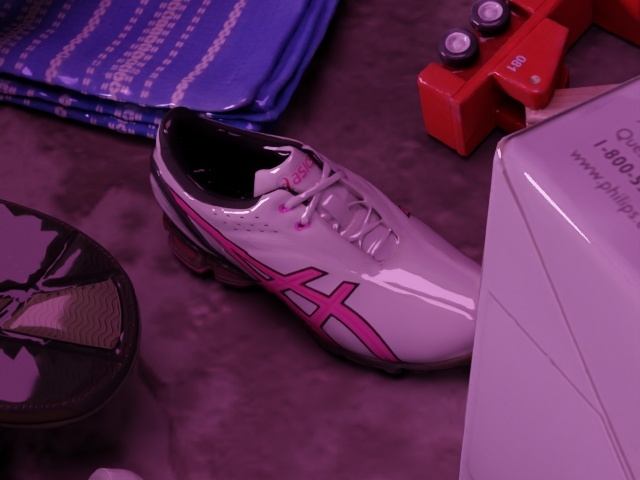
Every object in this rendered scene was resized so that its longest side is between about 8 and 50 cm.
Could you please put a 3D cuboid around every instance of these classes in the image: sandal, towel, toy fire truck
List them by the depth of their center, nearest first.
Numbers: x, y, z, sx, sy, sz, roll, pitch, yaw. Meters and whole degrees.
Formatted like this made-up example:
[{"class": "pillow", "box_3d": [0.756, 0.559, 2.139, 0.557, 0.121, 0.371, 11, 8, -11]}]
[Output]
[{"class": "sandal", "box_3d": [-0.224, 0.011, 0.827, 0.303, 0.086, 0.120, 25, 72, 7]}, {"class": "toy fire truck", "box_3d": [0.122, -0.064, 0.878, 0.135, 0.047, 0.192, 33, 67, 27]}, {"class": "towel", "box_3d": [-0.134, -0.177, 1.003, 0.336, 0.040, 0.243, 14, 60, 19]}]

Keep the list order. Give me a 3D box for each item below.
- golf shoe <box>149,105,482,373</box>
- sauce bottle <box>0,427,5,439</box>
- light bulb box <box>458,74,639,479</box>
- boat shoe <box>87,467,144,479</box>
[{"class": "golf shoe", "box_3d": [0.000, 0.000, 0.836, 0.186, 0.086, 0.067, 23, 62, 21]}, {"class": "sauce bottle", "box_3d": [-0.150, 0.053, 0.854, 0.042, 0.042, 0.128, -1, 59, 9]}, {"class": "light bulb box", "box_3d": [0.294, 0.079, 0.616, 0.361, 0.225, 0.358, -25, 56, -20]}, {"class": "boat shoe", "box_3d": [-0.053, 0.197, 0.728, 0.081, 0.079, 0.227, 8, 54, -28]}]
